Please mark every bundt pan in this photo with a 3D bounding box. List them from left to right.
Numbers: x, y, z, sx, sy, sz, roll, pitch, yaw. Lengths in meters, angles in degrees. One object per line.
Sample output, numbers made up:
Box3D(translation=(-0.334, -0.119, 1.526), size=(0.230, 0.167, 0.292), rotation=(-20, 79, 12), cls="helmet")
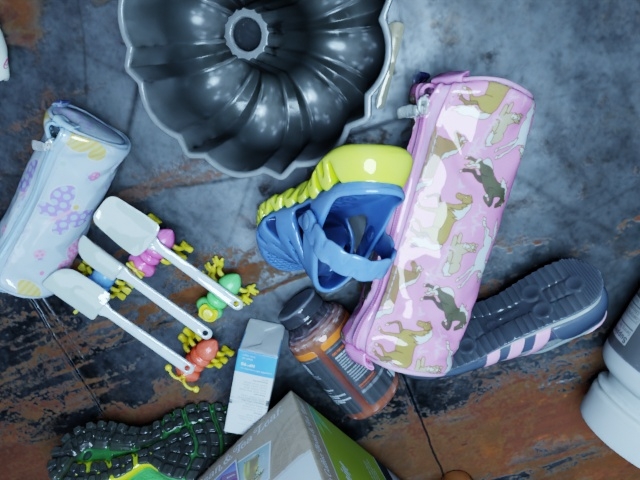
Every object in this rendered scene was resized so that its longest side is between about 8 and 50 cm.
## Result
Box3D(translation=(-0.066, -0.247, 0.640), size=(0.331, 0.124, 0.331), rotation=(6, 111, 15), cls="bundt pan")

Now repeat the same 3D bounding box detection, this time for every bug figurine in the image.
Box3D(translation=(-0.235, 0.092, 0.808), size=(0.279, 0.072, 0.216), rotation=(37, 105, -9), cls="bug figurine")

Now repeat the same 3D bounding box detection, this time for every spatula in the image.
Box3D(translation=(-0.240, 0.070, 0.751), size=(0.242, 0.019, 0.168), rotation=(38, 92, -11), cls="spatula")

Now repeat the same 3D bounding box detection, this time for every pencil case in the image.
Box3D(translation=(-0.368, -0.050, 0.741), size=(0.113, 0.124, 0.273), rotation=(30, 107, -8), cls="pencil case")
Box3D(translation=(0.144, -0.015, 0.689), size=(0.167, 0.160, 0.386), rotation=(14, 101, 0), cls="pencil case")

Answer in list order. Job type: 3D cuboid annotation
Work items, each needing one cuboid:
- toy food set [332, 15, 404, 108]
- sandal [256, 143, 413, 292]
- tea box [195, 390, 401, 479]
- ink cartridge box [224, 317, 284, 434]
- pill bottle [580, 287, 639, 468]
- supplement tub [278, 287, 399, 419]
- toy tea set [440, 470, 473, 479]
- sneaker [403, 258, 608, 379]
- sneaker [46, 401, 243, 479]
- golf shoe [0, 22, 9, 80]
Box3D(translation=(0.007, -0.246, 0.705), size=(0.192, 0.038, 0.132), rotation=(10, 108, -1), cls="toy food set")
Box3D(translation=(0.000, 0.000, 0.659), size=(0.126, 0.317, 0.138), rotation=(4, 74, -21), cls="sandal")
Box3D(translation=(-0.034, 0.461, 0.752), size=(0.329, 0.220, 0.323), rotation=(-44, 113, 2), cls="tea box")
Box3D(translation=(-0.104, 0.227, 0.829), size=(0.060, 0.104, 0.180), rotation=(12, 108, -2), cls="ink cartridge box")
Box3D(translation=(0.523, 0.132, 0.720), size=(0.204, 0.204, 0.361), rotation=(20, 107, -4), cls="pill bottle")
Box3D(translation=(0.024, 0.166, 0.804), size=(0.106, 0.106, 0.198), rotation=(-35, 104, 12), cls="supplement tub")
Box3D(translation=(0.193, 0.558, 0.914), size=(0.200, 0.124, 0.336), rotation=(-1, 108, 3), cls="toy tea set")
Box3D(translation=(0.266, 0.145, 0.794), size=(0.319, 0.112, 0.131), rotation=(-24, 136, 21), cls="sneaker")
Box3D(translation=(-0.250, 0.364, 0.886), size=(0.343, 0.134, 0.146), rotation=(-4, 133, 0), cls="sneaker")
Box3D(translation=(-0.550, -0.245, 0.698), size=(0.273, 0.105, 0.120), rotation=(-9, 115, 6), cls="golf shoe")
